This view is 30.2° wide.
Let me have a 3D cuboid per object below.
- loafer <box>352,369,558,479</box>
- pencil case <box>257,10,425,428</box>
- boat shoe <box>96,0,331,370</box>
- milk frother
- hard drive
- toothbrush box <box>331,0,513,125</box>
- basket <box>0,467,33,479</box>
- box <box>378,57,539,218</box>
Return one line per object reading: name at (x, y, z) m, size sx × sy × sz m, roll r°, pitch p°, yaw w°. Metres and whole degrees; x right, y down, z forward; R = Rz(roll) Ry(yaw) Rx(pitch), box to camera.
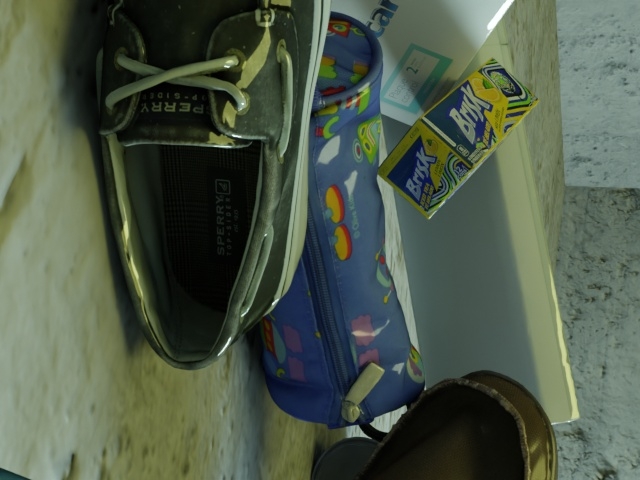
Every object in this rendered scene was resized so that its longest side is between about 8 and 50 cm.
loafer at (0.037, 0.244, 0.799) m, size 0.366 × 0.134 × 0.130 m, roll -58°, pitch 146°, yaw -10°
pencil case at (0.000, 0.000, 0.820) m, size 0.133 × 0.119 × 0.306 m, roll -105°, pitch -177°, yaw -55°
boat shoe at (-0.055, -0.078, 0.613) m, size 0.119 × 0.121 × 0.335 m, roll -71°, pitch 160°, yaw -56°
milk frother at (0.048, 0.198, 1.106) m, size 0.143 × 0.129 × 0.135 m, roll 52°, pitch 0°, yaw 23°
hard drive at (0.134, -0.005, 1.086) m, size 0.233 × 0.047 × 0.353 m, roll 149°, pitch -66°, yaw -70°
toothbrush box at (0.092, -0.274, 0.937) m, size 0.216 × 0.126 × 0.295 m, roll 124°, pitch -14°, yaw -52°
basket at (-0.103, 0.221, 0.356) m, size 0.255 × 0.201 × 0.289 m, roll 50°, pitch 55°, yaw -66°
box at (0.107, -0.081, 0.895) m, size 0.059 × 0.054 × 0.169 m, roll -51°, pitch 176°, yaw 34°
